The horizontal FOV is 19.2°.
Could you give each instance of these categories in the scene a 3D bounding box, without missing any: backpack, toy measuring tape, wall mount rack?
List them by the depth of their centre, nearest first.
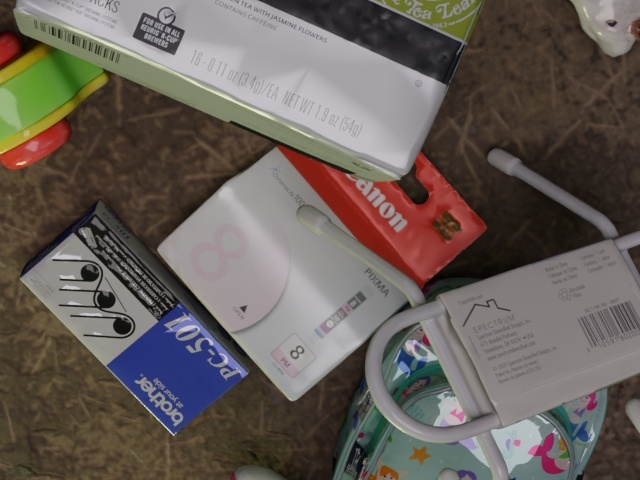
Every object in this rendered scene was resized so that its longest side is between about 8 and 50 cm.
[{"bbox_3d":[0.151,0.051,1.578,0.350,0.130,0.304,-17,71,-27],"label":"wall mount rack"},{"bbox_3d":[-0.214,-0.150,1.640,0.330,0.121,0.121,-27,105,8],"label":"toy measuring tape"},{"bbox_3d":[0.138,0.168,1.708,0.225,0.191,0.253,21,100,-4],"label":"backpack"}]

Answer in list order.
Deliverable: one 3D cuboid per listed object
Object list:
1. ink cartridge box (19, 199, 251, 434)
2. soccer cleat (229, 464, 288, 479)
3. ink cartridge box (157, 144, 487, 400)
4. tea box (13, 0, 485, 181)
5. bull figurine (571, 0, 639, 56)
[{"bbox_3d":[-0.168,0.071,1.743,0.097,0.046,0.207,-40,103,12],"label":"ink cartridge box"},{"bbox_3d":[0.046,0.315,1.794,0.143,0.116,0.331,-36,109,-1],"label":"soccer cleat"},{"bbox_3d":[0.000,0.000,1.697,0.232,0.066,0.189,-42,88,16],"label":"ink cartridge box"},{"bbox_3d":[-0.032,-0.255,1.518,0.329,0.220,0.323,23,88,-7],"label":"tea box"},{"bbox_3d":[0.364,-0.247,1.620,0.310,0.101,0.188,2,105,-1],"label":"bull figurine"}]
